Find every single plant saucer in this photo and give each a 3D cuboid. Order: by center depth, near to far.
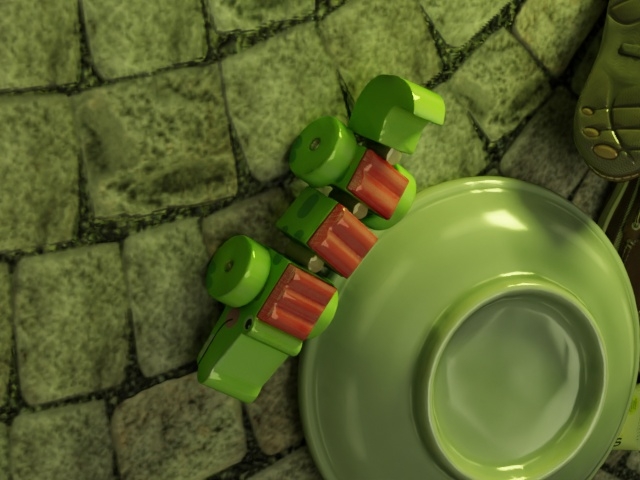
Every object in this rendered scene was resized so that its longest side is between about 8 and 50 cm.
[{"bbox_3d":[0.178,0.138,1.208,0.400,0.100,0.400,-4,101,-22],"label":"plant saucer"}]

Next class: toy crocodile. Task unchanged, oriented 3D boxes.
[{"bbox_3d":[0.000,0.000,1.097,0.115,0.105,0.340,35,89,-34],"label":"toy crocodile"}]

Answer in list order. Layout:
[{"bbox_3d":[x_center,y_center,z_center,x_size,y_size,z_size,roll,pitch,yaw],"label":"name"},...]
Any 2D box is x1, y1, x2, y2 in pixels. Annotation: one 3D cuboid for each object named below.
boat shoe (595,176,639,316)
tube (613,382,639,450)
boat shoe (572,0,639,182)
[{"bbox_3d":[0.365,-0.024,1.303,0.095,0.095,0.257,-3,109,-29],"label":"boat shoe"},{"bbox_3d":[0.301,0.210,1.377,0.240,0.062,0.070,1,146,-33],"label":"tube"},{"bbox_3d":[0.349,-0.206,1.231,0.324,0.123,0.116,-62,158,-7],"label":"boat shoe"}]
